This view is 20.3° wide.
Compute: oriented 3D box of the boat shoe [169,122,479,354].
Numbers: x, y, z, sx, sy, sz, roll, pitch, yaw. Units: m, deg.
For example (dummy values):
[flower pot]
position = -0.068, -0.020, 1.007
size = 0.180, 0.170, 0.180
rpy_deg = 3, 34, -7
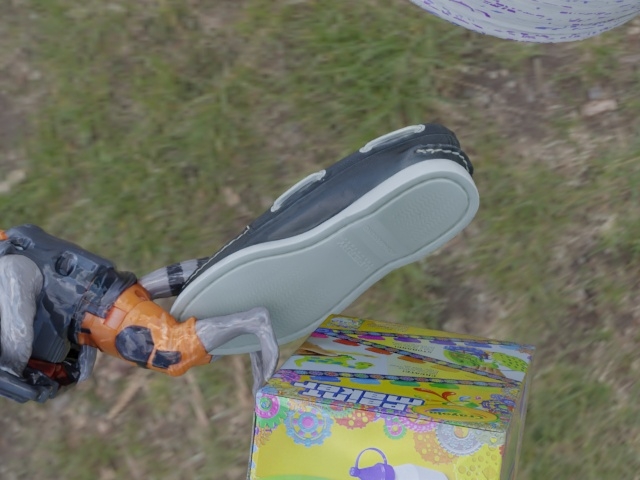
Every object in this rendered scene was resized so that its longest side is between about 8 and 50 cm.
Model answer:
[boat shoe]
position = 0.000, 0.000, 1.579
size = 0.302, 0.091, 0.114
rpy_deg = -25, 128, 12

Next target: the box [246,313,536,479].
[box]
position = 0.047, 0.232, 1.345
size = 0.177, 0.279, 0.290
rpy_deg = 9, 101, 10

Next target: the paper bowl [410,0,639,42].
[paper bowl]
position = 0.125, -0.262, 0.973
size = 0.284, 0.284, 0.148
rpy_deg = 63, 149, 4

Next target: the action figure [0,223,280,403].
[action figure]
position = -0.203, 0.059, 1.663
size = 0.330, 0.341, 0.178
rpy_deg = 14, 94, -3
